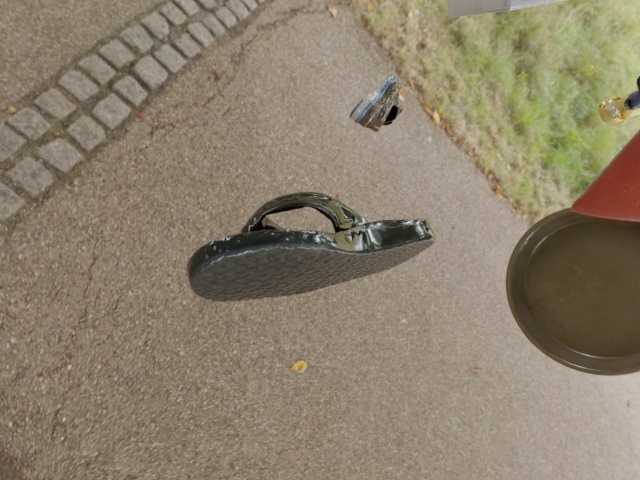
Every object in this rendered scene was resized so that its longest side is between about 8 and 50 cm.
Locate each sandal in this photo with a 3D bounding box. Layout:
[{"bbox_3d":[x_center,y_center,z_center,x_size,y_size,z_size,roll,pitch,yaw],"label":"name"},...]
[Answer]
[{"bbox_3d":[-0.001,0.001,0.614,0.446,0.167,0.107,-5,64,-49],"label":"sandal"}]

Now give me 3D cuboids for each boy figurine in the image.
[{"bbox_3d":[0.870,-0.390,1.188,0.092,0.177,0.285,61,11,4],"label":"boy figurine"}]

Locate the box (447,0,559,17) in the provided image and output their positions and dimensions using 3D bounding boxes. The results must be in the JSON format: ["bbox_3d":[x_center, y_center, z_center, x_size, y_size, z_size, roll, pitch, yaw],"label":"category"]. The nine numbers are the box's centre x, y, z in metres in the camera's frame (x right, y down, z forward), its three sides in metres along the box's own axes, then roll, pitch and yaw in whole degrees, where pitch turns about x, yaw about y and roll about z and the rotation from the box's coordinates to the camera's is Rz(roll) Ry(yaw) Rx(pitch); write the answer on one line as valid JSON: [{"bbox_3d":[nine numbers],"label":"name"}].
[{"bbox_3d":[0.480,-0.593,1.039,0.232,0.058,0.322,-12,27,-3],"label":"box"}]

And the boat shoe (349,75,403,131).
[{"bbox_3d":[0.118,-0.252,0.813,0.066,0.066,0.183,43,49,-3],"label":"boat shoe"}]

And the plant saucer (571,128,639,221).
[{"bbox_3d":[0.331,-0.108,0.259,0.258,0.259,0.047,-11,56,-20],"label":"plant saucer"}]

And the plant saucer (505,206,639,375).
[{"bbox_3d":[0.450,0.080,0.715,0.041,0.278,0.278,0,62,-40],"label":"plant saucer"}]
